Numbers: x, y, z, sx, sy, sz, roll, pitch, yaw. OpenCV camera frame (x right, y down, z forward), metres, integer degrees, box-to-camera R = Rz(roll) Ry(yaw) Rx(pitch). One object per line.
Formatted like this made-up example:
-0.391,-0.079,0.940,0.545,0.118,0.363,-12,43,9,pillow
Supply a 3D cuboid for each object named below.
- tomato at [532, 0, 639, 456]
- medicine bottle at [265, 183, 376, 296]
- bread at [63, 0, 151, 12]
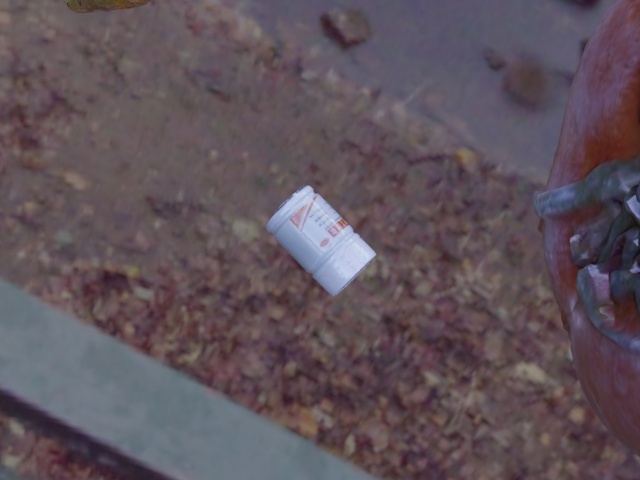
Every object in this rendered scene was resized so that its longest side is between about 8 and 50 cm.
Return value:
0.189,-0.010,0.506,0.188,0.232,0.232,10,54,-24,tomato
0.000,0.000,1.288,0.089,0.057,0.057,46,55,4,medicine bottle
-0.188,-0.301,1.378,0.121,0.245,0.174,26,82,-29,bread
